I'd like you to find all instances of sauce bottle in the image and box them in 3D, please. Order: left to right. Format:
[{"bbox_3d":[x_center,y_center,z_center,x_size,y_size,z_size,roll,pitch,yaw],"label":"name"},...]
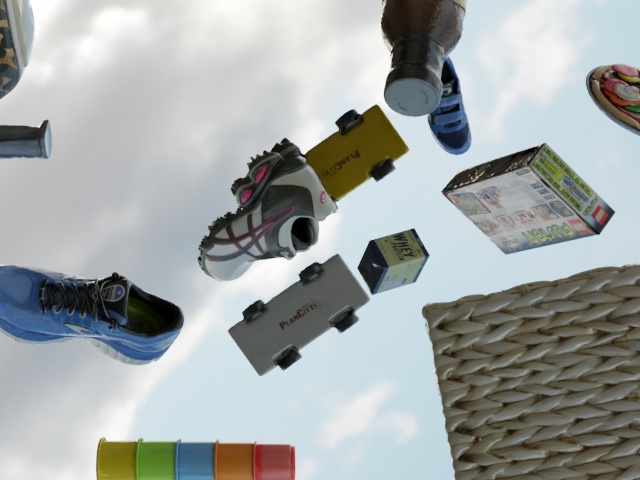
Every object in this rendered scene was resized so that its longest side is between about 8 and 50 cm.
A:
[{"bbox_3d":[0.133,-0.303,1.923,0.111,0.111,0.344,-29,-140,38],"label":"sauce bottle"}]

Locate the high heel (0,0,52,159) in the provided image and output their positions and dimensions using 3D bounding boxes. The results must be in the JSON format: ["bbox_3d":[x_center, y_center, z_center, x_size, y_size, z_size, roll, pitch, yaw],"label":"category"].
[{"bbox_3d":[-0.387,-0.189,1.571,0.186,0.261,0.093,-1,-146,3],"label":"high heel"}]

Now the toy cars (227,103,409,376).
[{"bbox_3d":[0.000,0.000,2.075,0.087,0.176,0.393,-9,113,-84],"label":"toy cars"}]

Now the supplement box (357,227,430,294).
[{"bbox_3d":[0.115,0.034,2.407,0.056,0.083,0.083,62,-27,25],"label":"supplement box"}]

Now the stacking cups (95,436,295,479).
[{"bbox_3d":[-0.198,0.364,2.449,0.316,0.096,0.096,0,-140,4],"label":"stacking cups"}]

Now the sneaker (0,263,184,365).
[{"bbox_3d":[-0.356,0.091,2.312,0.147,0.330,0.129,-39,-135,49],"label":"sneaker"}]

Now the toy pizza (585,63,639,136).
[{"bbox_3d":[0.492,-0.211,2.267,0.201,0.201,0.032,-90,-163,-53],"label":"toy pizza"}]

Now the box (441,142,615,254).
[{"bbox_3d":[0.229,-0.043,1.713,0.036,0.114,0.207,-52,-166,-19],"label":"box"}]

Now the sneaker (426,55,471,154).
[{"bbox_3d":[0.162,-0.181,1.992,0.053,0.144,0.059,-17,-177,-2],"label":"sneaker"}]

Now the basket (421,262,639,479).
[{"bbox_3d":[0.292,0.189,1.542,0.331,0.328,0.266,-12,-108,8],"label":"basket"}]

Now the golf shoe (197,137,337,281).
[{"bbox_3d":[-0.074,-0.008,1.964,0.105,0.120,0.273,-37,168,-37],"label":"golf shoe"}]
